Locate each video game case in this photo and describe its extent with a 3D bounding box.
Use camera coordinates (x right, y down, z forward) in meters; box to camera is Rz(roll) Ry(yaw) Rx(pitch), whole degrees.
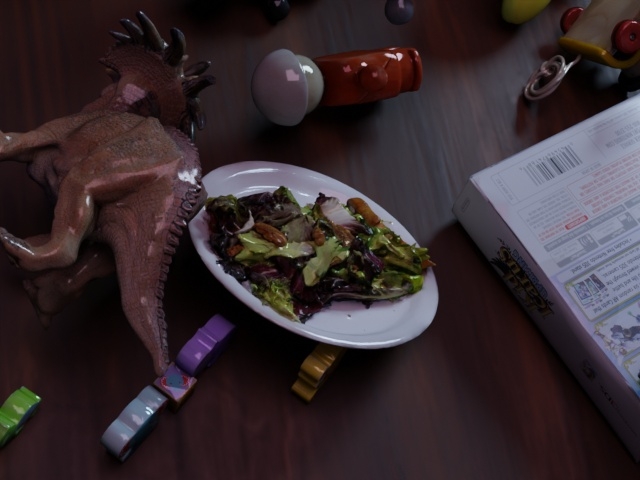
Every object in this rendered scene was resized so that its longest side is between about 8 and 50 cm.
[{"bbox_3d":[0.281,0.006,1.064,0.270,0.061,0.244,-26,68,-24],"label":"video game case"}]

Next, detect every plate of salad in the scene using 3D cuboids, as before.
[{"bbox_3d":[0.000,0.000,0.983,0.200,0.048,0.199,19,36,-14],"label":"plate of salad"}]

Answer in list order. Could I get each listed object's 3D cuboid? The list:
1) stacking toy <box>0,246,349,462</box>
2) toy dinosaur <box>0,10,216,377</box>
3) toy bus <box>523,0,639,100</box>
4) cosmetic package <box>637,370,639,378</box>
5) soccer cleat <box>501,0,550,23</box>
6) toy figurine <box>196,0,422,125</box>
[{"bbox_3d":[-0.103,0.101,0.932,0.167,0.052,0.221,34,60,9],"label":"stacking toy"},{"bbox_3d":[-0.131,-0.051,0.921,0.200,0.127,0.295,-26,45,-12],"label":"toy dinosaur"},{"bbox_3d":[0.292,-0.193,1.154,0.104,0.202,0.191,38,46,-25],"label":"toy bus"},{"bbox_3d":[0.345,0.144,0.917,0.238,0.127,0.107,48,66,-5],"label":"cosmetic package"},{"bbox_3d":[0.242,-0.313,1.163,0.121,0.093,0.289,24,90,2],"label":"soccer cleat"},{"bbox_3d":[0.000,-0.217,1.046,0.148,0.209,0.213,-13,62,-30],"label":"toy figurine"}]
